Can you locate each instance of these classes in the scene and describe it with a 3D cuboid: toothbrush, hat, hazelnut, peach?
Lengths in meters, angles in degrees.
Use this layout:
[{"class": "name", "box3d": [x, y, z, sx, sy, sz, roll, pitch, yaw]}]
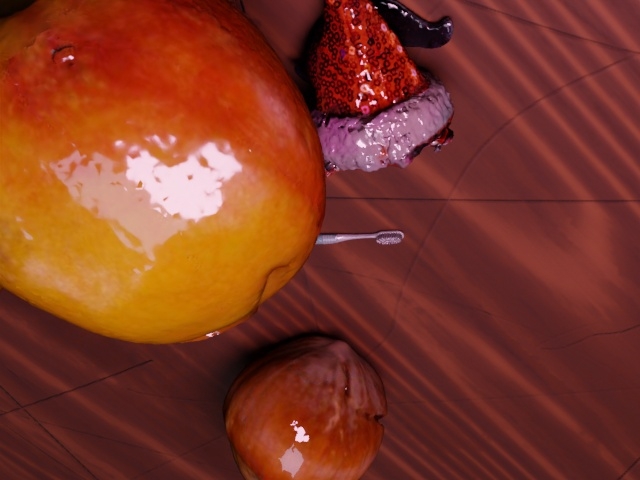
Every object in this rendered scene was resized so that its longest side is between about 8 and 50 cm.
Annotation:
[{"class": "toothbrush", "box3d": [0.000, 0.000, 1.641, 0.167, 0.014, 0.011, -2, 120, 13]}, {"class": "hat", "box3d": [0.025, -0.162, 1.413, 0.140, 0.129, 0.227, 1, 123, 37]}, {"class": "hazelnut", "box3d": [-0.022, 0.183, 1.743, 0.182, 0.182, 0.182, 5, 138, 5]}, {"class": "peach", "box3d": [-0.162, -0.068, 1.387, 0.372, 0.290, 0.373, 5, 133, 6]}]

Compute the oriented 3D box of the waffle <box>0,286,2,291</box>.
[{"class": "waffle", "box3d": [-0.359, 0.004, 1.689, 0.102, 0.042, 0.148, 21, 137, -11]}]
